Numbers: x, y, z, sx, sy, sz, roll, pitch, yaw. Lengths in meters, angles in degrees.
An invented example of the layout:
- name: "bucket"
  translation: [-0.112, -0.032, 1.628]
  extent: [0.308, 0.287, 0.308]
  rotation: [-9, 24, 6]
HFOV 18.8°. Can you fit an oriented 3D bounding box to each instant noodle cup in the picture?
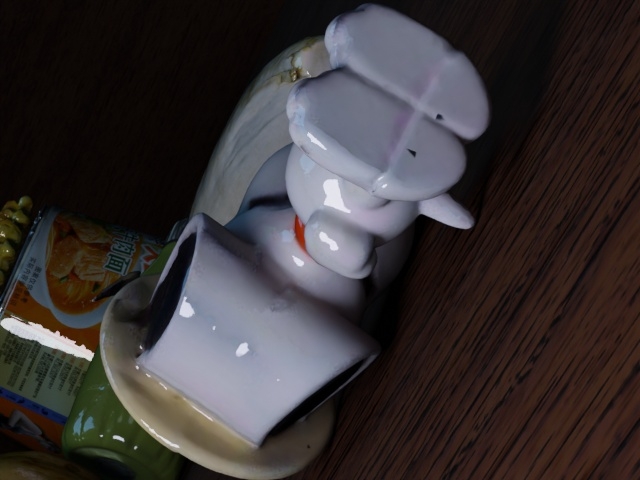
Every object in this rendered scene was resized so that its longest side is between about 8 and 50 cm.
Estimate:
- name: "instant noodle cup"
  translation: [-0.230, 0.109, 1.973]
  extent: [0.296, 0.214, 0.296]
  rotation: [-157, 90, -83]

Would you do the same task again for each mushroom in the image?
- name: "mushroom"
  translation: [-0.045, -0.037, 1.540]
  extent: [0.351, 0.095, 0.123]
  rotation: [118, 164, -44]

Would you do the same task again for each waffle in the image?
- name: "waffle"
  translation: [-0.343, 0.043, 1.991]
  extent: [0.191, 0.038, 0.191]
  rotation: [-156, 90, -82]

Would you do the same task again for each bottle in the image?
- name: "bottle"
  translation: [-0.142, 0.098, 1.746]
  extent: [0.112, 0.112, 0.260]
  rotation: [123, 169, -56]

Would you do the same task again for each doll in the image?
- name: "doll"
  translation: [-0.019, 0.008, 0.933]
  extent: [0.208, 0.144, 0.271]
  rotation: [-58, 0, -10]

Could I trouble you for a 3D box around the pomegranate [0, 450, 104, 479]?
- name: "pomegranate"
  translation: [-0.259, 0.279, 1.617]
  extent: [0.215, 0.215, 0.215]
  rotation: [-156, 90, -84]
